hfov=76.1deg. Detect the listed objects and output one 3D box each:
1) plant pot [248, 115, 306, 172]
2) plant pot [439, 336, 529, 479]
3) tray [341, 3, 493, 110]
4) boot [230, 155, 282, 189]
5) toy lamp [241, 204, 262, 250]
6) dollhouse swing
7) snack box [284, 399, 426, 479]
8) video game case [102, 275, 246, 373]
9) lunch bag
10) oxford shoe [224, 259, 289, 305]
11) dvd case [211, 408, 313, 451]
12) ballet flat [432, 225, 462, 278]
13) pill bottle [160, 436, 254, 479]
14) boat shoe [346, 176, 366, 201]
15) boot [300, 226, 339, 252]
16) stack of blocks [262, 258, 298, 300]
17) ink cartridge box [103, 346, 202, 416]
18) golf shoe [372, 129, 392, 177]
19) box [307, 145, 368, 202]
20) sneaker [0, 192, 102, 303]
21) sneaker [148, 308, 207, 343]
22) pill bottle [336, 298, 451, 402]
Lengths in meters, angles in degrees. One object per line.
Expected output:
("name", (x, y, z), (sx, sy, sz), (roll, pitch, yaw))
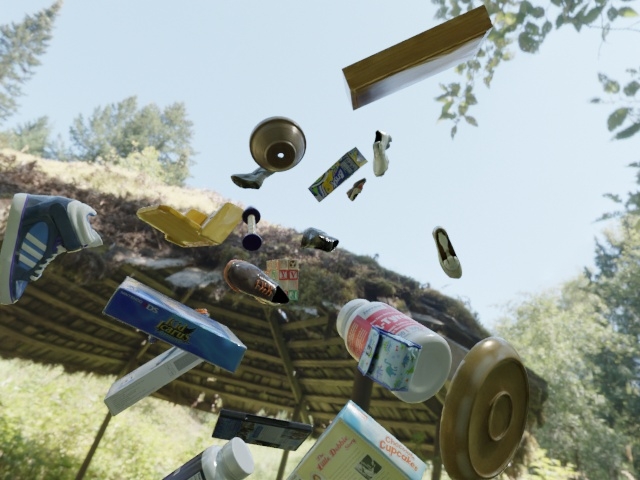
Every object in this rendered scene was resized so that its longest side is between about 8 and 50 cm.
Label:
("plant pot", (-0.166, -0.364, 1.634), (0.237, 0.110, 0.238), (-7, -51, -8))
("plant pot", (0.271, 0.273, 0.645), (0.236, 0.236, 0.032), (40, -20, -33))
("tray", (0.271, -0.522, 1.207), (0.410, 0.076, 0.203), (-21, -1, 7))
("boot", (-0.281, -0.319, 1.861), (0.189, 0.209, 0.076), (17, -35, 24))
("toy lamp", (-0.263, -0.057, 1.558), (0.080, 0.275, 0.080), (-4, -59, -7))
("dollhouse swing", (-0.616, -0.137, 1.941), (0.346, 0.315, 0.305), (-4, -48, 44))
("snack box", (0.050, 0.500, 0.852), (0.187, 0.060, 0.322), (37, -60, 13))
("video game case", (-0.308, 0.171, 0.873), (0.269, 0.061, 0.244), (33, -13, -19))
("lunch bag", (0.173, 0.310, 1.087), (0.096, 0.129, 0.151), (22, -3, -39))
("oxford shoe", (-0.190, 0.134, 1.276), (0.098, 0.097, 0.271), (11, -17, 34))
("dvd case", (-0.164, 0.526, 1.125), (0.252, 0.022, 0.180), (15, -45, -10))
("ballet flat", (0.364, 0.038, 1.182), (0.057, 0.168, 0.052), (-24, -3, 10))
("pill bottle", (-0.210, 0.439, 0.747), (0.169, 0.094, 0.094), (-34, -44, 0))
("boat shoe", (0.145, -0.200, 1.596), (0.049, 0.043, 0.137), (-18, -14, -32))
("boot", (0.000, 0.000, 1.548), (0.106, 0.082, 0.219), (19, 14, 14))
("stack of blocks", (-0.191, 0.176, 1.799), (0.087, 0.171, 0.297), (2, -8, -24))
("ink cartridge box", (-0.510, 0.401, 1.303), (0.066, 0.296, 0.261), (62, -15, -8))
("golf shoe", (0.211, -0.322, 1.508), (0.069, 0.176, 0.086), (-3, -17, 39))
("box", (0.044, -0.172, 1.083), (0.054, 0.059, 0.169), (51, -50, -3))
("sneaker", (-0.768, 0.033, 1.184), (0.236, 0.323, 0.130), (10, 1, -31))
("sneaker", (-0.496, 0.315, 1.431), (0.221, 0.087, 0.083), (-23, -18, -1))
("pill bottle", (0.226, 0.348, 1.399), (0.229, 0.229, 0.407), (37, -6, -29))
